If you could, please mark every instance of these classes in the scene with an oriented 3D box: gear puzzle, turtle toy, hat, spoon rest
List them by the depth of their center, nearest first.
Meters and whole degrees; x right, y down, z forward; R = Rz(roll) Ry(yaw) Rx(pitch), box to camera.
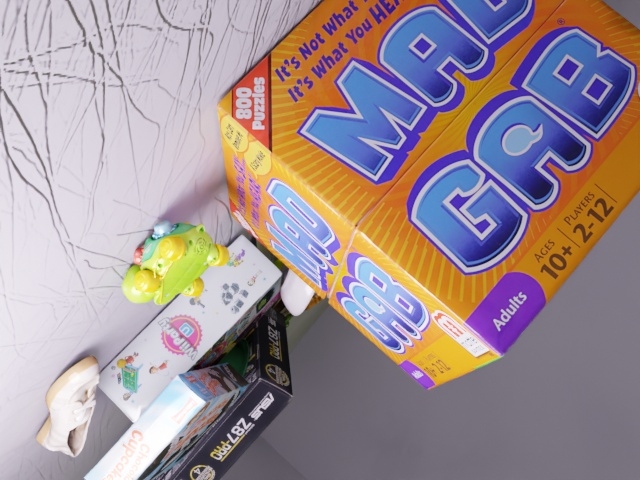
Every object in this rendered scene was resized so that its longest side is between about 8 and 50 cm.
[{"bbox_3d":[-0.170,0.026,0.895,0.130,0.066,0.095,-48,150,19],"label":"turtle toy"},{"bbox_3d":[0.000,0.000,1.347,0.137,0.084,0.277,-104,-149,-66],"label":"spoon rest"},{"bbox_3d":[-0.264,0.240,1.657,0.208,0.183,0.173,-5,-123,61],"label":"hat"},{"bbox_3d":[-0.117,0.229,2.065,0.339,0.044,0.175,-37,176,11],"label":"gear puzzle"}]

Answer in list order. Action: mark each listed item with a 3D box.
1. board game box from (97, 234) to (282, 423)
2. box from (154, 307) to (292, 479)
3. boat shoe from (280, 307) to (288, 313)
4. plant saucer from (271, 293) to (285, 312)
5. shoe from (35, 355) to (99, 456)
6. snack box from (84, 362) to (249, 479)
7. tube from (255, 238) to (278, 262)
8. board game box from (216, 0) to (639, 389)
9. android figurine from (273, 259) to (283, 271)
[{"bbox_3d":[-0.197,0.150,1.279,0.303,0.097,0.224,-45,172,-13],"label":"board game box"},{"bbox_3d":[-0.219,0.363,1.781,0.395,0.097,0.318,-51,-158,17],"label":"box"},{"bbox_3d":[-0.070,0.154,2.212,0.153,0.048,0.056,-51,172,22],"label":"boat shoe"},{"bbox_3d":[-0.090,0.129,2.019,0.198,0.036,0.198,-47,173,-8],"label":"plant saucer"},{"bbox_3d":[-0.320,0.222,1.063,0.076,0.058,0.219,-42,170,-43],"label":"shoe"},{"bbox_3d":[-0.216,0.278,1.221,0.187,0.060,0.322,-48,172,0],"label":"snack box"},{"bbox_3d":[-0.027,-0.040,1.425,0.240,0.070,0.062,-41,-161,-30],"label":"tube"},{"bbox_3d":[0.136,-0.090,0.946,0.356,0.356,0.356,-47,172,-14],"label":"board game box"},{"bbox_3d":[-0.057,0.028,1.607,0.248,0.056,0.273,-50,175,21],"label":"android figurine"}]
